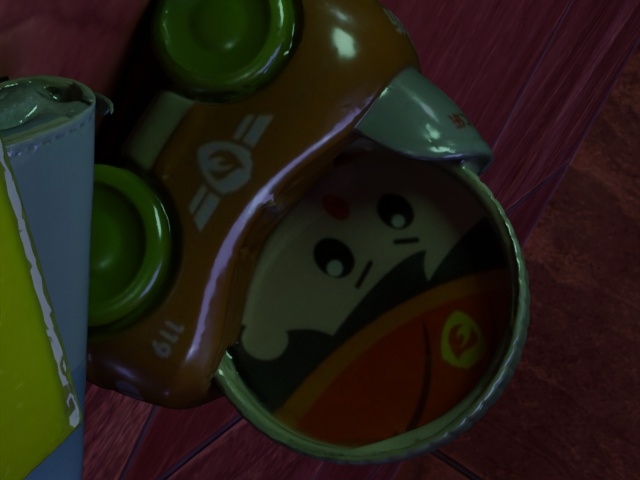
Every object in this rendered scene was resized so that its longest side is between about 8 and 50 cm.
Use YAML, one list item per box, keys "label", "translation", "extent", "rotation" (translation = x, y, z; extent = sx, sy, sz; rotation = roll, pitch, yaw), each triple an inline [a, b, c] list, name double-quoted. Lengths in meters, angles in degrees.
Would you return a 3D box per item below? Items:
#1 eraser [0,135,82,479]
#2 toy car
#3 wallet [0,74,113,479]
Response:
- label: "eraser"
  translation: [-0.168, 0.046, 0.382]
  extent: [0.226, 0.069, 0.158]
  rotation: [-43, 136, -39]
- label: "toy car"
  translation: [0.000, 0.000, 0.687]
  extent: [0.235, 0.235, 0.145]
  rotation: [-58, 168, 0]
- label: "wallet"
  translation: [-0.156, 0.054, 0.564]
  extent: [0.170, 0.069, 0.231]
  rotation: [-30, 141, -45]
